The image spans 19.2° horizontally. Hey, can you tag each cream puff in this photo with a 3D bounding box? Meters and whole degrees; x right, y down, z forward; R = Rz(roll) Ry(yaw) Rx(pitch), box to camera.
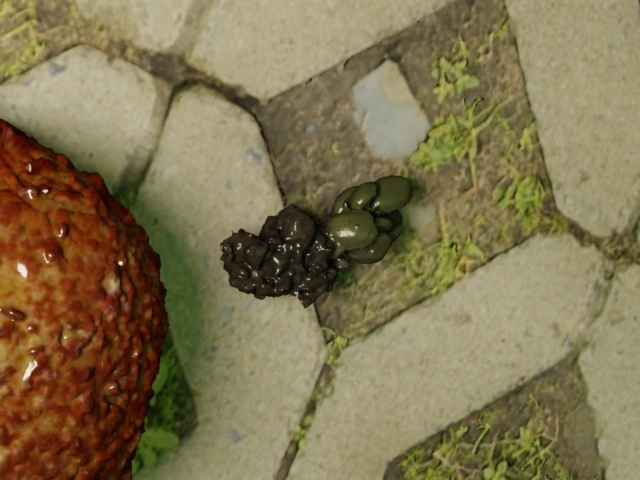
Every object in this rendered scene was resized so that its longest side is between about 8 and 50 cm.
[{"bbox_3d":[-0.260,0.081,1.335,0.350,0.229,0.350,-6,107,-20],"label":"cream puff"}]

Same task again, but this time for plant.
[{"bbox_3d":[0.000,0.000,1.511,0.174,0.087,0.085,-23,146,-20],"label":"plant"}]
